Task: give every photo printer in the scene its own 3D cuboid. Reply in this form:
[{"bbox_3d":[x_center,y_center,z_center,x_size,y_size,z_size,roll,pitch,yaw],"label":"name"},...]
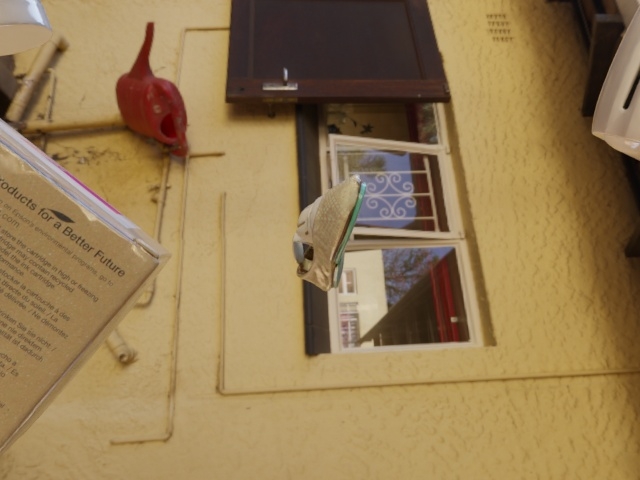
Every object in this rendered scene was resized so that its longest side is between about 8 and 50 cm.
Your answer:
[{"bbox_3d":[0.506,-0.230,0.599,0.107,0.307,0.256,36,-64,47],"label":"photo printer"}]

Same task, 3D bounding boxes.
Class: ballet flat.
[{"bbox_3d":[0.000,0.000,0.381,0.168,0.052,0.057,100,8,-59],"label":"ballet flat"}]

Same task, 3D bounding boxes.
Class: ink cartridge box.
[{"bbox_3d":[-0.260,0.012,0.305,0.193,0.234,0.088,-51,-172,-8],"label":"ink cartridge box"}]

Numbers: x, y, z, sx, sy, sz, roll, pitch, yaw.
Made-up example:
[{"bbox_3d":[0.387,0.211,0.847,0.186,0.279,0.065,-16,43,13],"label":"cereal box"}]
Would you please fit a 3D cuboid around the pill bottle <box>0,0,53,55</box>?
[{"bbox_3d":[-0.507,-0.438,0.603,0.176,0.176,0.319,-113,-175,-77],"label":"pill bottle"}]
